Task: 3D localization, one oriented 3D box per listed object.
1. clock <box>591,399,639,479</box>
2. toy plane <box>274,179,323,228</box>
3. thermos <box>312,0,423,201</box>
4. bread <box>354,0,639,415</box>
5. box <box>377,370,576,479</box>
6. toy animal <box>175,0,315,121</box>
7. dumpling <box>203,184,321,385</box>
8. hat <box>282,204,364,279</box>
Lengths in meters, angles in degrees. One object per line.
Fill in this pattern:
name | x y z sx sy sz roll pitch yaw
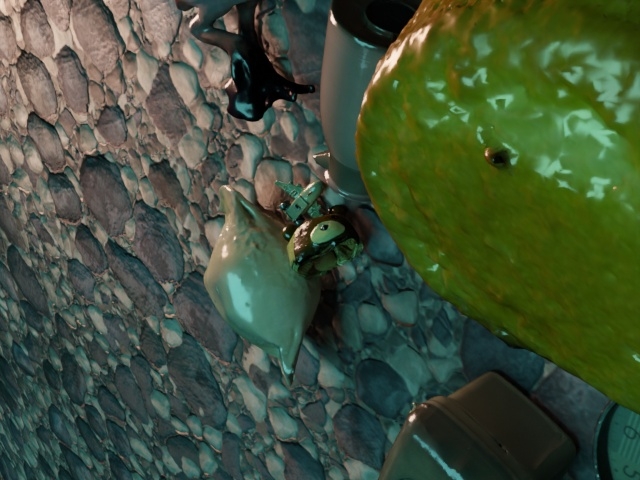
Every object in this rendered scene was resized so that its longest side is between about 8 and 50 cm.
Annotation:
clock | 0.312 0.194 0.705 0.215 0.042 0.214 29 131 39
toy plane | -0.020 -0.040 0.992 0.080 0.033 0.083 48 142 4
thermos | 0.062 -0.112 0.799 0.137 0.105 0.193 18 135 7
bread | 0.195 -0.035 0.522 0.358 0.204 0.336 28 158 30
box | 0.139 0.239 0.877 0.148 0.129 0.210 43 140 27
toy animal | -0.078 -0.270 0.878 0.195 0.090 0.324 37 146 24
dumpling | -0.069 0.046 1.050 0.216 0.126 0.166 46 172 -3
hat | 0.000 0.000 0.954 0.059 0.077 0.076 63 -170 24
